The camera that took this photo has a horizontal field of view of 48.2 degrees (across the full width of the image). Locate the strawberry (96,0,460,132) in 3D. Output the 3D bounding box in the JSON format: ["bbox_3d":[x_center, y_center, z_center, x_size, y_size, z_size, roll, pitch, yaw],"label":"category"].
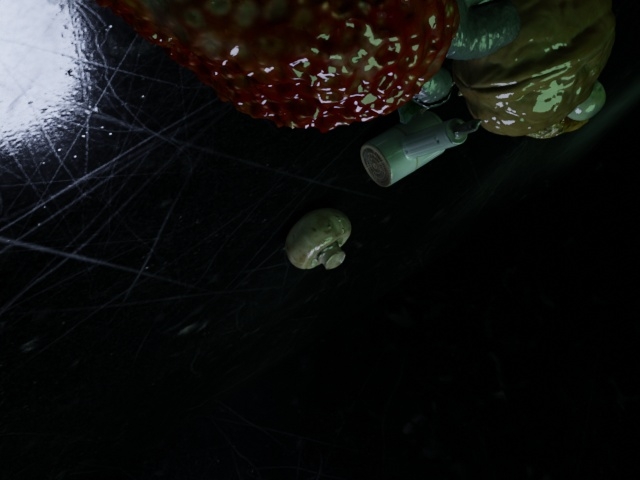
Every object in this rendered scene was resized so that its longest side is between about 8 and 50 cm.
[{"bbox_3d":[-0.052,-0.239,0.635,0.351,0.312,0.267,1,120,-39],"label":"strawberry"}]

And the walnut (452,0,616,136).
[{"bbox_3d":[0.375,-0.343,1.283,0.313,0.252,0.277,-38,156,-22],"label":"walnut"}]

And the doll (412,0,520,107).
[{"bbox_3d":[0.115,-0.303,0.996,0.340,0.158,0.246,-26,120,-18],"label":"doll"}]

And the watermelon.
[{"bbox_3d":[0.203,-0.292,1.414,0.187,0.071,0.139,-40,175,-16],"label":"watermelon"}]

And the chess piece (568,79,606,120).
[{"bbox_3d":[0.523,-0.369,1.568,0.133,0.243,0.133,-33,163,-12],"label":"chess piece"}]

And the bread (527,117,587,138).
[{"bbox_3d":[0.581,-0.352,1.843,0.343,0.195,0.149,-20,136,-47],"label":"bread"}]

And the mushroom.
[{"bbox_3d":[0.000,0.000,1.649,0.166,0.127,0.166,-40,161,-17],"label":"mushroom"}]

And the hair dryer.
[{"bbox_3d":[0.228,-0.201,1.414,0.173,0.108,0.357,-33,-169,-19],"label":"hair dryer"}]

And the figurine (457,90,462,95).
[{"bbox_3d":[0.349,-0.351,1.608,0.083,0.047,0.051,-36,154,-25],"label":"figurine"}]
